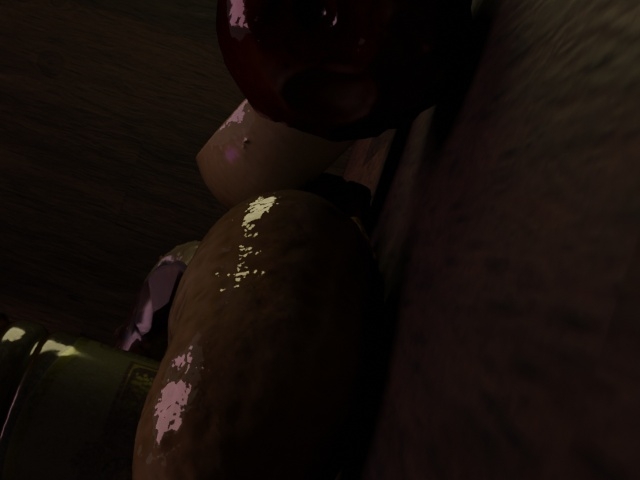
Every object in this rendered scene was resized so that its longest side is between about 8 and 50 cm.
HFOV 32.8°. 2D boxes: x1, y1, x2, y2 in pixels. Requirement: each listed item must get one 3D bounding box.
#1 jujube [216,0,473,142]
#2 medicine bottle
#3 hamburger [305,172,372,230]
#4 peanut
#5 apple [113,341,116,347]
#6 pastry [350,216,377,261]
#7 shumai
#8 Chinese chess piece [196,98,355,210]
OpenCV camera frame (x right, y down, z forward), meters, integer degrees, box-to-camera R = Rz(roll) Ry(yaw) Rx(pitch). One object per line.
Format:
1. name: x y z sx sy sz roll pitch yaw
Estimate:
1. jujube: 0.019 -0.143 0.698 0.230 0.155 0.155 -68 -4 -77
2. medicine bottle: -0.175 0.161 0.868 0.151 0.323 0.151 -162 90 -89
3. hamburger: 0.000 0.000 1.099 0.147 0.083 0.138 -54 -17 -82
4. peanut: -0.032 0.072 0.607 0.137 0.122 0.253 -55 14 31
5. apple: -0.112 0.149 1.127 0.234 0.234 0.234 -162 90 -89
6. pastry: -0.020 0.045 0.833 0.250 0.102 0.154 -129 60 -86
7. shumai: -0.108 0.060 0.979 0.120 0.201 0.201 54 -132 -55
8. Chinese chess piece: -0.012 -0.127 1.053 0.251 0.097 0.251 -45 6 6
